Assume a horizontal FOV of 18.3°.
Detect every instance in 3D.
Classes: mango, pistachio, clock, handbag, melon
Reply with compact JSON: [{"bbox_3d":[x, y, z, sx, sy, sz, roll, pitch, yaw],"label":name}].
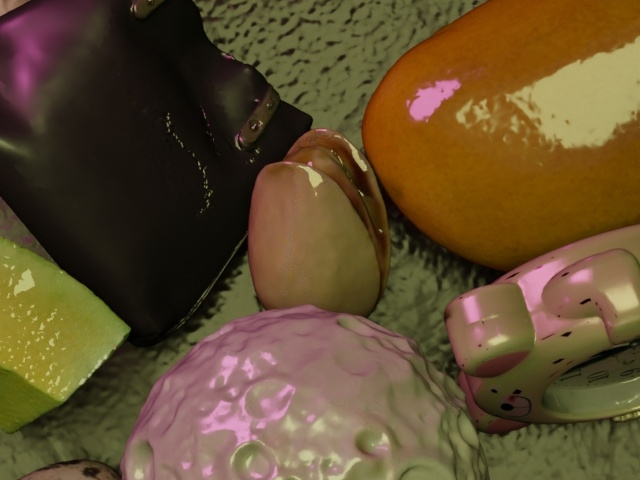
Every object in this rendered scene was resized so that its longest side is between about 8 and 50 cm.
[{"bbox_3d":[0.262,-0.121,1.864,0.446,0.232,0.300,-14,100,-3],"label":"mango"},{"bbox_3d":[0.000,0.000,1.885,0.144,0.215,0.144,-1,39,1],"label":"pistachio"},{"bbox_3d":[0.275,0.083,1.820,0.310,0.284,0.114,-16,66,2],"label":"clock"},{"bbox_3d":[-0.182,-0.108,1.902,0.288,0.152,0.342,-44,109,-12],"label":"handbag"},{"bbox_3d":[-0.357,0.057,1.829,0.323,0.196,0.124,32,45,-22],"label":"melon"}]

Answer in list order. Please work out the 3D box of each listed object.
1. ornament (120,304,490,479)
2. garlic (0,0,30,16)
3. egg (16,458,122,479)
[{"bbox_3d":[-0.018,0.216,1.787,0.337,0.337,0.337,0,83,1],"label":"ornament"},{"bbox_3d":[-0.357,-0.240,1.907,0.219,0.212,0.218,-1,82,5],"label":"garlic"},{"bbox_3d":[-0.257,0.307,1.856,0.177,0.177,0.228,29,67,4],"label":"egg"}]
